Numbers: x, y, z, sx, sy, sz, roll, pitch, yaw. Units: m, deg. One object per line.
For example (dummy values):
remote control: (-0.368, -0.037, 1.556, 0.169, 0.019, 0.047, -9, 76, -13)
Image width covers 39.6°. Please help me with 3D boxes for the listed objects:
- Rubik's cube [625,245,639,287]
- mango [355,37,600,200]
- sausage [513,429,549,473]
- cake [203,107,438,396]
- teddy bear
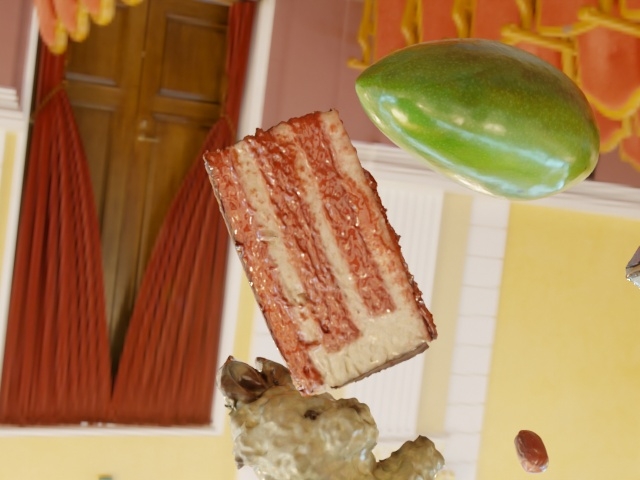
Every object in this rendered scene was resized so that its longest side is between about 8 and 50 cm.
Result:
Rubik's cube: (0.566, 0.020, 1.269, 0.163, 0.162, 0.160, 36, 163, -1)
mango: (0.210, -0.165, 1.175, 0.381, 0.201, 0.225, 10, -145, -33)
sausage: (0.416, 0.419, 1.762, 0.054, 0.059, 0.094, 24, -149, -21)
cake: (0.000, 0.000, 0.911, 0.158, 0.262, 0.159, -22, -171, 1)
teddy bear: (0.063, 0.277, 1.100, 0.375, 0.362, 0.327, -22, 163, 35)
